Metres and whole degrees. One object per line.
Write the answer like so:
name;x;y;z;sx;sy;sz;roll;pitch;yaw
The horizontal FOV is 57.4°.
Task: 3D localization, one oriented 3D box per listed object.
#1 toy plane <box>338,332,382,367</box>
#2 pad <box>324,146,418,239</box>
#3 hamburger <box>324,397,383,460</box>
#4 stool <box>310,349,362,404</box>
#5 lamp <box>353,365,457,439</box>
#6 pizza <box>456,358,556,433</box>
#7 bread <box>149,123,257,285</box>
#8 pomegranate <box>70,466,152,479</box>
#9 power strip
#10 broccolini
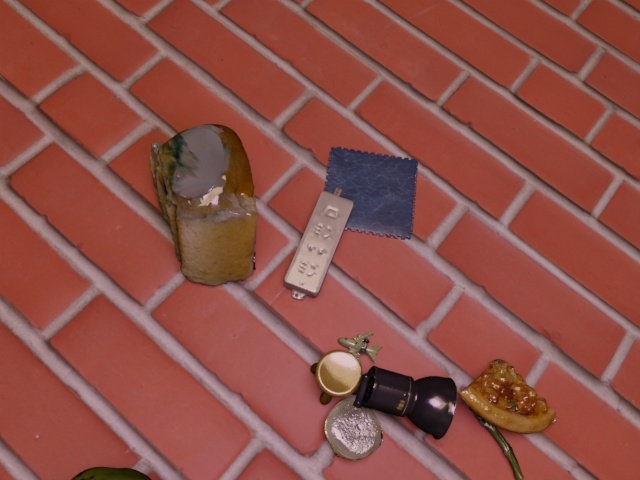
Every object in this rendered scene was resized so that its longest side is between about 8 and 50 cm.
toy plane;0.098;0.269;1.482;0.111;0.040;0.102;23;48;2
pad;0.142;-0.139;1.674;0.270;0.012;0.269;8;67;-2
hamburger;0.077;0.451;1.390;0.133;0.062;0.140;-38;74;-22
stool;0.039;0.328;1.412;0.135;0.110;0.134;26;66;7
lamp;0.186;0.364;1.385;0.227;0.172;0.147;18;92;-4
pizza;0.460;0.372;1.433;0.292;0.058;0.197;22;45;-14
bread;-0.287;-0.106;1.488;0.239;0.264;0.395;-15;68;-16
pomegranate;-0.440;0.588;1.195;0.271;0.254;0.254;-15;61;35
power strip;0.000;0.000;1.569;0.098;0.058;0.338;20;69;5
broccolini;0.424;0.471;1.430;0.054;0.051;0.239;-37;76;27
